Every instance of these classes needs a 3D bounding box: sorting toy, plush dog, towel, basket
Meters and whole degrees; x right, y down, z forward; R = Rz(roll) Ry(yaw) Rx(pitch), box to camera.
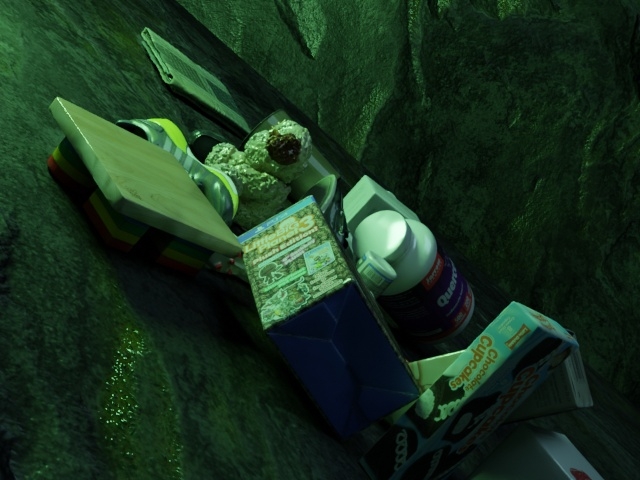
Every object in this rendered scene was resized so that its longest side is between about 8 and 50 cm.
[{"bbox_3d":[-0.280,-0.069,1.456,0.257,0.089,0.255,25,20,-52],"label":"sorting toy"},{"bbox_3d":[-0.104,-0.138,1.920,0.210,0.225,0.262,39,12,-14],"label":"plush dog"},{"bbox_3d":[-0.339,-0.414,2.605,0.324,0.056,0.312,34,17,-41],"label":"towel"},{"bbox_3d":[-0.070,-0.197,2.436,0.227,0.154,0.204,46,10,2],"label":"basket"}]

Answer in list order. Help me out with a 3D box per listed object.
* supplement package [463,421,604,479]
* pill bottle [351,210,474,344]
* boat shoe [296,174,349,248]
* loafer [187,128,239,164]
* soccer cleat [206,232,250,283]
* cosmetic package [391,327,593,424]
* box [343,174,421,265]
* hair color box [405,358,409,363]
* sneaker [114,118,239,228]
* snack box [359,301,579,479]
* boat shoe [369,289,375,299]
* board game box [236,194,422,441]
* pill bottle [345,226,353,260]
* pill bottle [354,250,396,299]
[{"bbox_3d":[0.377,0.451,1.487,0.177,0.175,0.293,24,21,-50],"label":"supplement package"},{"bbox_3d":[0.194,0.077,2.065,0.323,0.181,0.181,49,4,-44],"label":"pill bottle"},{"bbox_3d":[0.003,-0.002,1.904,0.113,0.127,0.340,45,27,-20],"label":"boat shoe"},{"bbox_3d":[-0.192,-0.162,2.086,0.223,0.076,0.078,38,4,-35],"label":"loafer"},{"bbox_3d":[-0.149,0.023,1.619,0.076,0.068,0.196,45,4,39],"label":"soccer cleat"},{"bbox_3d":[0.270,0.237,1.565,0.153,0.296,0.129,18,58,-65],"label":"cosmetic package"},{"bbox_3d":[0.126,-0.027,2.362,0.181,0.182,0.119,37,15,-22],"label":"box"},{"bbox_3d":[0.080,0.193,1.709,0.141,0.072,0.043,45,12,11],"label":"hair color box"},{"bbox_3d":[-0.260,-0.111,1.685,0.300,0.111,0.121,42,21,28],"label":"sneaker"},{"bbox_3d":[0.219,0.234,1.400,0.060,0.322,0.187,49,14,31],"label":"snack box"},{"bbox_3d":[0.011,0.085,1.723,0.258,0.095,0.084,9,60,-59],"label":"boat shoe"},{"bbox_3d":[0.007,0.109,1.450,0.232,0.141,0.291,58,3,-29],"label":"board game box"},{"bbox_3d":[0.013,0.000,2.089,0.108,0.108,0.193,37,14,-23],"label":"pill bottle"},{"bbox_3d":[0.077,0.093,1.892,0.078,0.137,0.078,39,13,-11],"label":"pill bottle"}]
